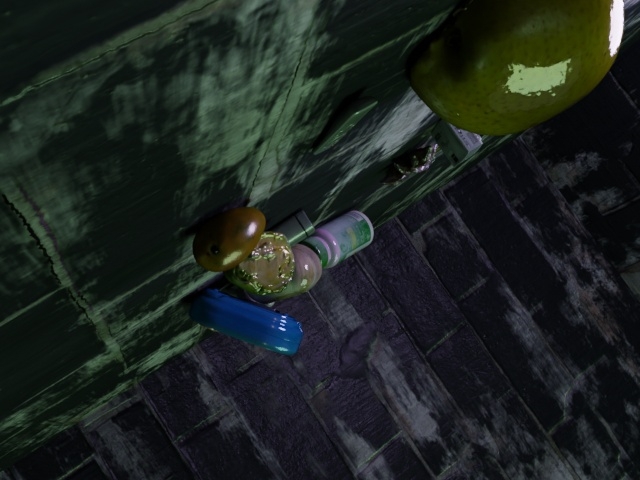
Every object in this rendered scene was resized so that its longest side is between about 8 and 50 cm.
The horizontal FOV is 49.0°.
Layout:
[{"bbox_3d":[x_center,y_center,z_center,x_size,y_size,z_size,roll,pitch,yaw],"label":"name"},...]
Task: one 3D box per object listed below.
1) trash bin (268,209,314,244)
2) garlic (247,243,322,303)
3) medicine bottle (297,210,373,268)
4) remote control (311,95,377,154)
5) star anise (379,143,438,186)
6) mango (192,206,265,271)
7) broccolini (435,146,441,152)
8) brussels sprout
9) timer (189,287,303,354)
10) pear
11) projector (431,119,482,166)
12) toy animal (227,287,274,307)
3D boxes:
[{"bbox_3d":[-0.082,-0.014,1.710,0.130,0.059,0.116,-33,174,-1],"label":"trash bin"},{"bbox_3d":[-0.105,0.085,1.932,0.228,0.152,0.228,-19,176,-1],"label":"garlic"},{"bbox_3d":[0.042,0.005,2.234,0.274,0.133,0.133,-27,171,-45],"label":"medicine bottle"},{"bbox_3d":[0.032,-0.182,1.106,0.050,0.027,0.184,-30,178,-24],"label":"remote control"},{"bbox_3d":[0.240,-0.201,1.952,0.182,0.065,0.195,-30,177,-31],"label":"star anise"},{"bbox_3d":[-0.151,-0.009,1.206,0.163,0.089,0.111,-42,-168,-36],"label":"mango"},{"bbox_3d":[0.332,-0.265,2.190,0.140,0.030,0.035,-36,141,-33],"label":"broccolini"},{"bbox_3d":[-0.141,0.047,1.568,0.122,0.151,0.149,7,-121,52],"label":"brussels sprout"},{"bbox_3d":[-0.198,0.226,1.955,0.340,0.309,0.115,93,18,-83],"label":"timer"},{"bbox_3d":[0.329,-0.282,1.096,0.386,0.191,0.340,-29,173,-42],"label":"pear"},{"bbox_3d":[0.351,-0.262,1.798,0.061,0.115,0.147,-32,175,-7],"label":"projector"},{"bbox_3d":[-0.181,0.148,2.194,0.193,0.127,0.178,-34,177,-30],"label":"toy animal"}]
